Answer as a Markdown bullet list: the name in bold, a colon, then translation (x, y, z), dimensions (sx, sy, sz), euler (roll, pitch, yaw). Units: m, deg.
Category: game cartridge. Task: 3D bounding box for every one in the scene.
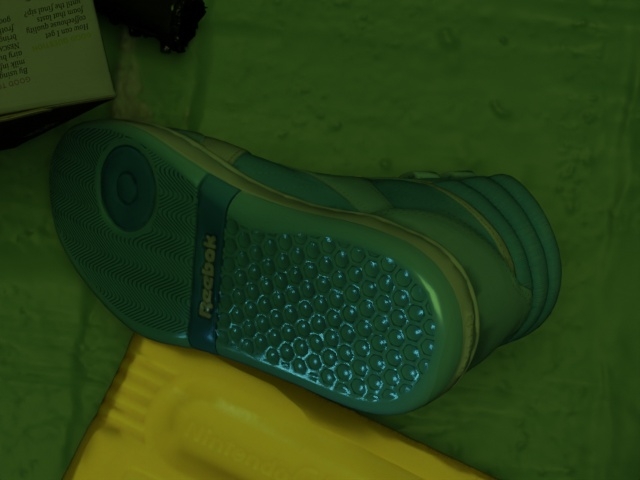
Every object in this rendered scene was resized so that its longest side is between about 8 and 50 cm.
- **game cartridge**: translation (-0.050, 0.248, 0.939), dimensions (0.285, 0.052, 0.323), euler (25, 83, 1)

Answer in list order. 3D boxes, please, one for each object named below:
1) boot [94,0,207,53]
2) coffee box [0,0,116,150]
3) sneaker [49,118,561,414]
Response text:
- **boot**: translation (-0.126, -0.159, 0.958), dimensions (0.099, 0.121, 0.045), euler (28, 84, 8)
- **coffee box**: translation (-0.230, -0.196, 0.869), dimensions (0.119, 0.168, 0.297), euler (-14, 89, -32)
- **sneaker**: translation (0.000, 0.000, 0.950), dimensions (0.319, 0.208, 0.127), euler (26, 115, 33)
